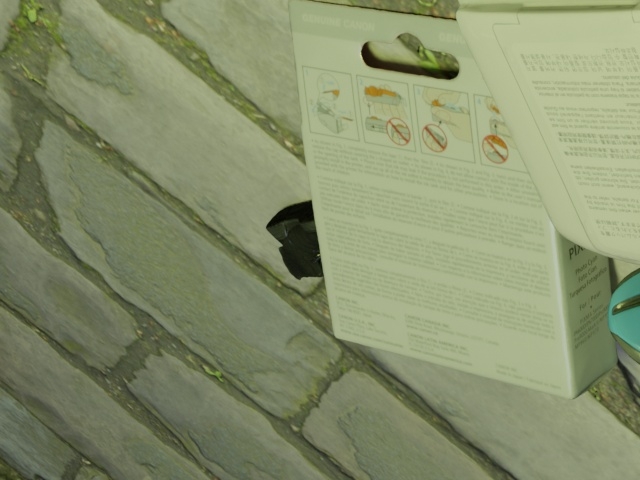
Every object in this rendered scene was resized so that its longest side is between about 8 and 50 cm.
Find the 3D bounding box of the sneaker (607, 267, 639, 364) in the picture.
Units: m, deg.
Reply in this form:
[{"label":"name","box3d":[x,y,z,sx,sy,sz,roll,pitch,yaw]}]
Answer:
[{"label":"sneaker","box3d":[0.393,0.090,1.512,0.341,0.125,0.139,6,162,-8]}]

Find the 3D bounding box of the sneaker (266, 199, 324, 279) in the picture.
[{"label":"sneaker","box3d":[-0.002,0.002,2.037,0.089,0.051,0.170,51,153,-17]}]

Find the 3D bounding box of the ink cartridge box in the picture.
[{"label":"ink cartridge box","box3d":[0.128,-0.053,1.814,0.308,0.091,0.385,13,122,39]}]

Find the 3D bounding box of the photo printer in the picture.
[{"label":"photo printer","box3d":[0.276,-0.100,1.530,0.256,0.107,0.307,5,135,44]}]
